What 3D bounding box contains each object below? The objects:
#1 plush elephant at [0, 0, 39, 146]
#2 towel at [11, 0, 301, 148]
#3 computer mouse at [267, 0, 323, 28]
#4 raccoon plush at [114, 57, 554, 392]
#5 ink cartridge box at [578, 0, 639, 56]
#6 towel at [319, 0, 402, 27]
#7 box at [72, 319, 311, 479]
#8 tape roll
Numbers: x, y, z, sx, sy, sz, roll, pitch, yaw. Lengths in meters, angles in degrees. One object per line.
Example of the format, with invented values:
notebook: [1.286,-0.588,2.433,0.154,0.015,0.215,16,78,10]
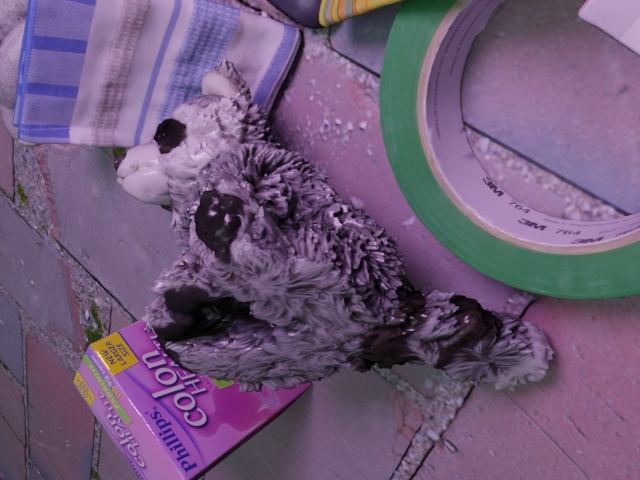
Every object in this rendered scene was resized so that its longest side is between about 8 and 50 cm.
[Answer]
plush elephant: [-0.289,-0.296,0.727,0.256,0.271,0.330,8,158,0]
towel: [-0.178,-0.176,0.649,0.209,0.285,0.034,-56,45,39]
computer mouse: [-0.071,-0.314,0.648,0.242,0.041,0.071,41,131,20]
raccoon plush: [0.000,0.000,0.633,0.447,0.299,0.216,23,130,-24]
ink cartridge box: [0.323,-0.156,0.250,0.261,0.066,0.296,38,129,3]
towel: [0.075,-0.245,0.486,0.237,0.021,0.102,18,95,58]
box: [-0.178,0.204,0.828,0.213,0.243,0.117,50,133,13]
tape roll: [0.203,-0.112,0.478,0.321,0.077,0.320,18,119,35]
